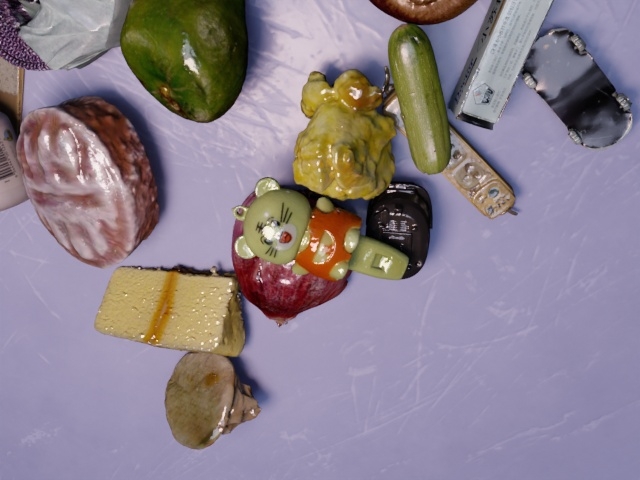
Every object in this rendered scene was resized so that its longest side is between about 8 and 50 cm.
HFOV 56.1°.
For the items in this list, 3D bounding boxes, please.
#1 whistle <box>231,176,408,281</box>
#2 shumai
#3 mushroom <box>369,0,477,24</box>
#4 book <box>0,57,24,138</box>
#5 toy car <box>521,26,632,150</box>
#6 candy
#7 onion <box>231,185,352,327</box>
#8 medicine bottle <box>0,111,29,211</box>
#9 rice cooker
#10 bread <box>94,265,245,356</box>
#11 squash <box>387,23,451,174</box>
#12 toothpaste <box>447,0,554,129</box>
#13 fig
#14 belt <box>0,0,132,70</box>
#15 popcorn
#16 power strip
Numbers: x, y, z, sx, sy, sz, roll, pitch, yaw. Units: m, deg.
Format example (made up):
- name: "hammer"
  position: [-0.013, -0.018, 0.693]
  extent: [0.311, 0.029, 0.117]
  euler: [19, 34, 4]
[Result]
- name: "whistle"
  position: [0.000, 0.000, 0.925]
  extent: [0.289, 0.106, 0.131]
  euler: [20, 101, -8]
- name: "shumai"
  position: [-0.212, 0.316, 1.206]
  extent: [0.201, 0.201, 0.120]
  euler: [-33, 146, 20]
- name: "mushroom"
  position: [0.120, -0.435, 0.791]
  extent: [0.278, 0.163, 0.297]
  euler: [-23, 109, 9]
- name: "book"
  position: [-0.586, -0.275, 1.044]
  extent: [0.139, 0.016, 0.198]
  euler: [17, 116, 1]
- name: "toy car"
  position: [0.383, -0.223, 0.900]
  extent: [0.095, 0.056, 0.205]
  euler: [-40, 107, 22]
- name: "candy"
  position: [-0.387, -0.100, 1.018]
  extent: [0.214, 0.157, 0.289]
  euler: [7, 122, 21]
- name: "onion"
  position: [-0.059, 0.052, 1.057]
  extent: [0.227, 0.120, 0.283]
  euler: [15, 116, 7]
- name: "medicine bottle"
  position: [-0.583, -0.159, 1.012]
  extent: [0.135, 0.135, 0.215]
  euler: [-9, 114, 12]
- name: "rice cooker"
  position: [0.131, -0.016, 1.006]
  extent: [0.112, 0.106, 0.165]
  euler: [3, 126, 11]
- name: "bread"
  position: [-0.282, 0.151, 1.140]
  extent: [0.266, 0.141, 0.178]
  euler: [5, 128, 19]
- name: "squash"
  position: [0.149, -0.200, 0.883]
  extent: [0.069, 0.069, 0.238]
  euler: [-12, 122, 13]
- name: "toothpaste"
  position: [0.278, -0.317, 0.857]
  extent: [0.071, 0.089, 0.312]
  euler: [16, 115, -7]
- name: "fig"
  position: [-0.172, -0.314, 0.906]
  extent: [0.203, 0.235, 0.203]
  euler: [30, 156, 15]
- name: "belt"
  position: [-0.388, -0.403, 0.889]
  extent: [0.260, 0.122, 0.325]
  euler: [41, 113, 1]
- name: "popcorn"
  position: [0.047, -0.158, 0.929]
  extent: [0.168, 0.173, 0.195]
  euler: [8, 92, -24]
- name: "power strip"
  position: [0.214, -0.138, 0.970]
  extent: [0.305, 0.044, 0.064]
  euler: [43, 112, -11]
